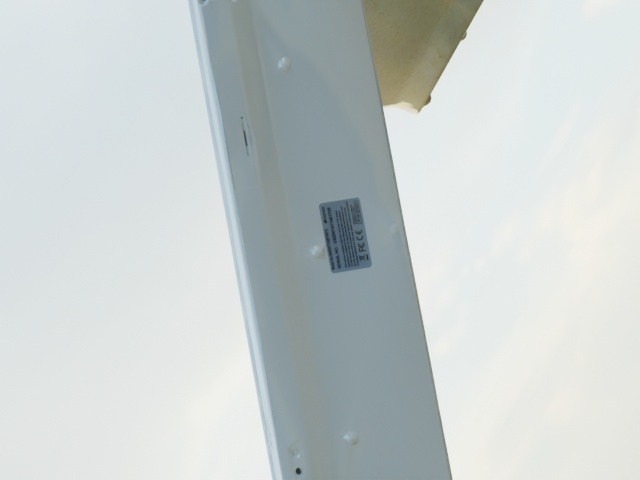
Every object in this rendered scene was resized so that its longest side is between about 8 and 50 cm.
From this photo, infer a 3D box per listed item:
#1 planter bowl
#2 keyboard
[{"bbox_3d":[0.029,-0.132,0.896,0.162,0.109,0.162,-61,0,0],"label":"planter bowl"},{"bbox_3d":[0.000,0.000,0.690,0.072,0.256,0.014,-9,-5,-17],"label":"keyboard"}]
